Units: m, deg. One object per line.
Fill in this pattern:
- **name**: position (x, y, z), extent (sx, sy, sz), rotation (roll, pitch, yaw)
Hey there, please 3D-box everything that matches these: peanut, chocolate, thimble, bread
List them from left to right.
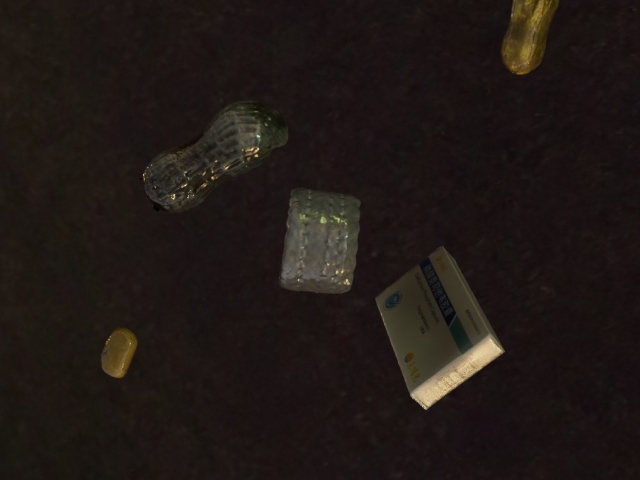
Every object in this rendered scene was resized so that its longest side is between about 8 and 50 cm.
- **bread**: position (-0.466, 0.255, 1.922), extent (0.082, 0.056, 0.115), rotation (36, 107, 41)
- **chocolate**: position (-0.165, -0.129, 1.289), extent (0.110, 0.248, 0.110), rotation (57, 180, 0)
- **thimble**: position (0.000, 0.000, 1.797), extent (0.245, 0.157, 0.217), rotation (-90, 9, -72)
- **peanut**: position (0.402, -0.421, 1.614), extent (0.087, 0.087, 0.206), rotation (24, 106, 43)

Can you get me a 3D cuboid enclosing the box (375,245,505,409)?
- **box**: position (0.237, 0.171, 1.752), extent (0.200, 0.065, 0.343), rotation (-40, 28, 13)
